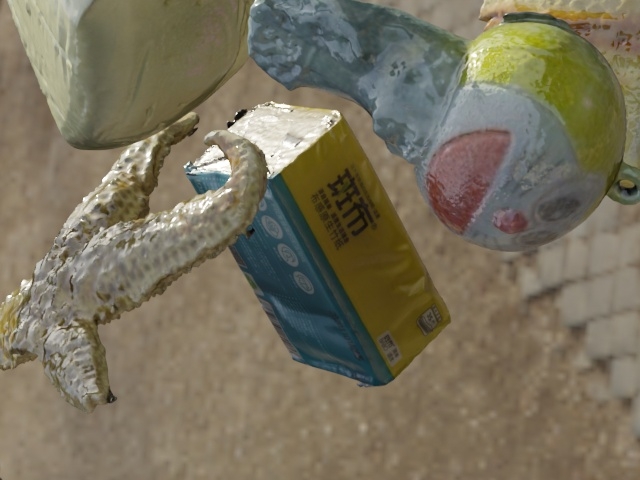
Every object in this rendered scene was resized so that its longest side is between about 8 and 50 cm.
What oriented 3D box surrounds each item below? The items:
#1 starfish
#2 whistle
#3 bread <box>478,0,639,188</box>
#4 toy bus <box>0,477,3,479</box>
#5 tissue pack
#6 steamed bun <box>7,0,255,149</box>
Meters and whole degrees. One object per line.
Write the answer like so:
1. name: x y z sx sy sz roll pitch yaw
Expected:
1. starfish: -0.195 0.006 1.645 0.324 0.082 0.432 -54 20 -7
2. whistle: 0.063 -0.064 0.953 0.123 0.223 0.123 -157 90 -88
3. bread: 0.233 -0.166 1.565 0.178 0.135 0.240 10 82 30
4. toy bus: -0.343 0.266 1.683 0.098 0.087 0.178 57 -149 -57
5. tissue pack: 0.000 0.000 1.963 0.192 0.134 0.271 11 135 55
6. steamed bun: -0.119 -0.181 1.211 0.250 0.155 0.200 105 144 -64
